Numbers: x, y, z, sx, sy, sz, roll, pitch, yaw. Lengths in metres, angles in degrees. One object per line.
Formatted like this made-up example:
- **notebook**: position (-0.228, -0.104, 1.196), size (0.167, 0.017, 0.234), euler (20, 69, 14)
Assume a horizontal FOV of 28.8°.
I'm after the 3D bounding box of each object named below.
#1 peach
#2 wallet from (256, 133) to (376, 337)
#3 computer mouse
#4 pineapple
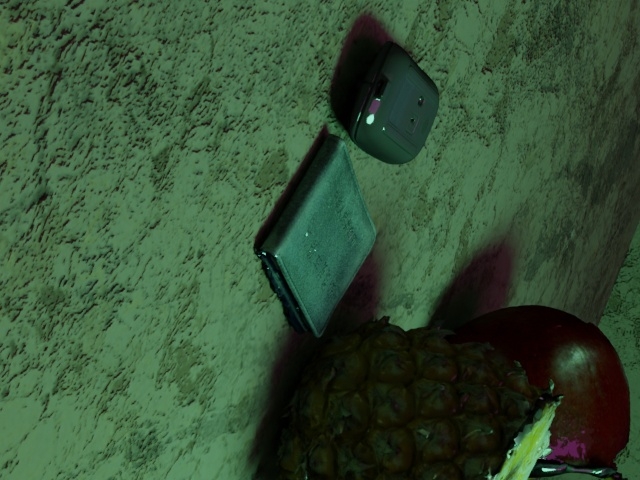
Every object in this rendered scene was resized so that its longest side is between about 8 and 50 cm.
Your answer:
- **peach**: position (0.315, 0.289, 2.039), size (0.353, 0.339, 0.416), euler (55, 37, -13)
- **wallet**: position (0.002, 0.001, 1.421), size (0.167, 0.036, 0.222), euler (-59, 156, -21)
- **computer mouse**: position (0.081, -0.154, 1.430), size (0.120, 0.057, 0.232), euler (-68, 161, 1)
- **pineapple**: position (0.110, 0.266, 1.566), size (0.352, 0.300, 0.352), euler (-50, 152, -39)
